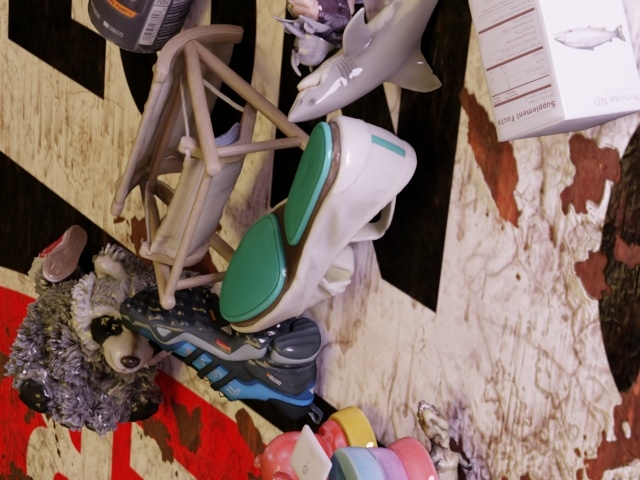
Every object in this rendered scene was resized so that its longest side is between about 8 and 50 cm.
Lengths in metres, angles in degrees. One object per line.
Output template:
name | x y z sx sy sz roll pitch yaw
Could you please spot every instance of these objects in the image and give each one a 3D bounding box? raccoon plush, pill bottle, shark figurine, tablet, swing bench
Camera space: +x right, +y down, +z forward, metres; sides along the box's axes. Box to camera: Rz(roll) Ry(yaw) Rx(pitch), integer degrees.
raccoon plush | -0.333 0.061 2.439 0.446 0.216 0.299 53 127 41
pill bottle | -0.209 -0.369 2.181 0.130 0.130 0.245 61 142 27
shark figurine | 0.098 -0.219 1.812 0.116 0.166 0.278 47 121 5
tablet | -0.012 0.249 1.887 0.054 0.006 0.083 -68 28 19
swing bench | -0.153 -0.097 2.136 0.254 0.165 0.253 56 141 33

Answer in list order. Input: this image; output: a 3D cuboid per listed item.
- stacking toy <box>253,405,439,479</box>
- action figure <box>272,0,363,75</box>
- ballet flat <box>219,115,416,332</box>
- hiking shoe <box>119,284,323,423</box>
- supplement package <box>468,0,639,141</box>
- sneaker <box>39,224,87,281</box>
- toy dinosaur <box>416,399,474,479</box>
stacking toy | 0.034 0.349 1.938 0.309 0.130 0.279 -175 77 -71
action figure | -0.002 -0.322 1.864 0.099 0.185 0.285 9 94 15
ballet flat | 0.000 0.000 1.960 0.139 0.139 0.400 65 148 22
hiking shoe | -0.137 0.146 2.164 0.304 0.113 0.132 16 120 33
supplement package | 0.219 -0.193 1.595 0.105 0.105 0.179 -18 84 57
sneaker | -0.368 0.032 2.346 0.042 0.118 0.067 43 124 -13
toy dinosaur | 0.144 0.309 1.889 0.118 0.064 0.268 37 131 54
